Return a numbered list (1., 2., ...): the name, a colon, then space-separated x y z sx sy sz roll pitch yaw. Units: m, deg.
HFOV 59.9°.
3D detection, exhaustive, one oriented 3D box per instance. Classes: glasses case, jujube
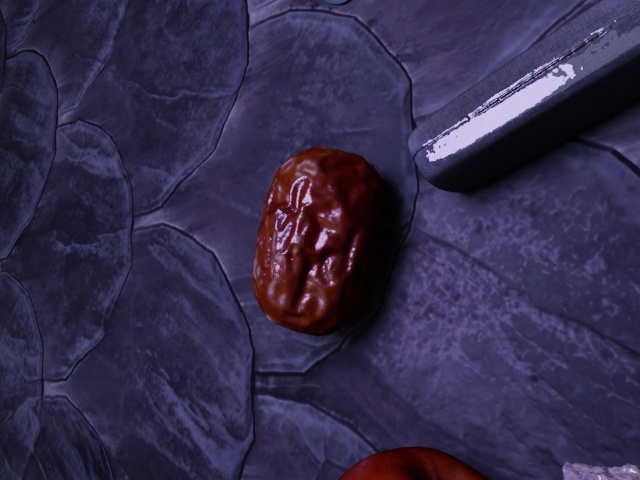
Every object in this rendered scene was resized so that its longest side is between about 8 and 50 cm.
1. glasses case: 0.253 -0.158 0.609 0.323 0.131 0.074 -31 65 29
2. jujube: 0.000 0.000 0.752 0.174 0.174 0.250 13 86 38

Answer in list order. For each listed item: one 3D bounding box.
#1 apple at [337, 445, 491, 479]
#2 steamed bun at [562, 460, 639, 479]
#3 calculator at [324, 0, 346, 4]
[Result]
1. apple: 0.106 0.338 0.559 0.261 0.260 0.216 14 95 38
2. steamed bun: 0.317 0.297 0.454 0.226 0.170 0.199 -7 73 35
3. calculator: 0.018 -0.449 0.914 0.095 0.021 0.153 -46 61 22
